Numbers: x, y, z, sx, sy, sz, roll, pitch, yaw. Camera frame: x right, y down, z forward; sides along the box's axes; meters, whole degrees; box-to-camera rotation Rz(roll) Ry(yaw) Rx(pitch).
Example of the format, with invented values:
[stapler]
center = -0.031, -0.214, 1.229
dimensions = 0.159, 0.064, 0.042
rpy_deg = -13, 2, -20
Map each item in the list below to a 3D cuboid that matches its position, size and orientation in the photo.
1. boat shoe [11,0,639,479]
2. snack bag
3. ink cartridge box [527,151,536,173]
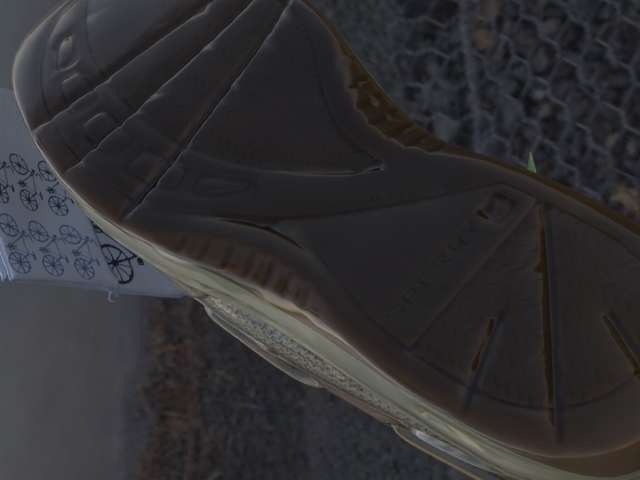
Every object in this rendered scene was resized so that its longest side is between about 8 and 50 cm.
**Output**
[boat shoe]
center = 0.000, 0.000, 0.522
dimensions = 0.121, 0.110, 0.341
rpy_deg = -42, 54, -13
[snack bag]
center = -0.331, -0.065, 1.812
dimensions = 0.037, 0.342, 0.323
rpy_deg = -36, 62, 28
[ink cartridge box]
center = 0.194, 0.042, 1.466
dimensions = 0.097, 0.255, 0.189
rpy_deg = -8, 67, -1
